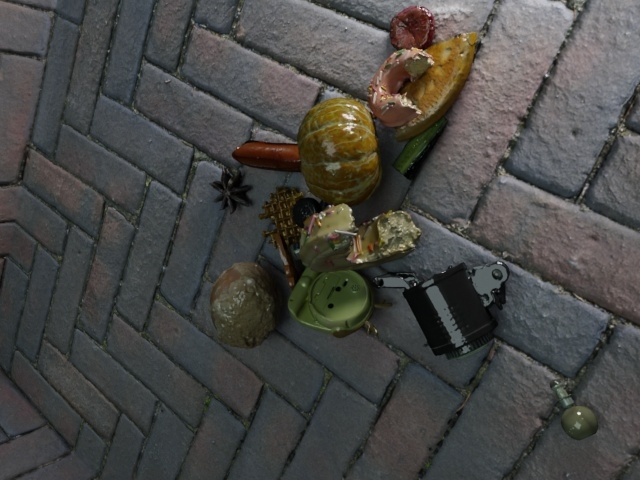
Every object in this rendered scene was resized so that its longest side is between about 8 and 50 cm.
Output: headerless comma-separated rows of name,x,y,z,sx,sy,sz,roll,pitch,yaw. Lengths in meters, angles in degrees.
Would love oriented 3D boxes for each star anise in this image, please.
star anise,-0.339,-0.193,2.036,0.204,0.061,0.181,9,100,31

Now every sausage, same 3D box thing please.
sausage,-0.168,-0.293,1.895,0.330,0.102,0.102,11,101,30

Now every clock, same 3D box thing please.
clock,0.068,0.193,1.733,0.307,0.096,0.235,20,61,20

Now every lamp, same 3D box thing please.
lamp,0.364,0.207,1.549,0.373,0.205,0.273,-10,87,22
lamp,0.679,0.455,1.463,0.091,0.091,0.163,-42,57,29

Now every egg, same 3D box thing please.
egg,-0.271,0.230,1.931,0.279,0.279,0.311,11,108,31

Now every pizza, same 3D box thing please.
pizza,0.320,-0.450,1.568,0.182,0.073,0.366,43,109,38

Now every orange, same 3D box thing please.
orange,0.058,-0.261,1.620,0.248,0.329,0.330,-14,88,11

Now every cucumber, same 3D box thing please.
cucumber,0.309,-0.285,1.621,0.211,0.062,0.078,-54,50,16

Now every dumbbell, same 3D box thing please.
dumbbell,-0.001,-0.094,1.756,0.100,0.191,0.100,4,98,32

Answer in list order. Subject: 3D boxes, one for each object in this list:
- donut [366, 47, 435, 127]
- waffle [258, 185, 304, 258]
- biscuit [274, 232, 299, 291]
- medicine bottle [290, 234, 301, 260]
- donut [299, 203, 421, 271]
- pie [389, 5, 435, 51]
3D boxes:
donut,0.218,-0.443,1.552,0.199,0.085,0.233,3,75,49
waffle,-0.117,-0.072,1.917,0.228,0.051,0.232,40,114,23
biscuit,-0.102,0.103,1.853,0.043,0.183,0.281,-15,102,-3
medicine bottle,0.000,0.000,1.816,0.220,0.061,0.092,-17,124,17
donut,0.097,-0.005,1.619,0.307,0.370,0.150,-30,65,46
pie,0.272,-0.628,1.609,0.153,0.038,0.154,5,99,34
